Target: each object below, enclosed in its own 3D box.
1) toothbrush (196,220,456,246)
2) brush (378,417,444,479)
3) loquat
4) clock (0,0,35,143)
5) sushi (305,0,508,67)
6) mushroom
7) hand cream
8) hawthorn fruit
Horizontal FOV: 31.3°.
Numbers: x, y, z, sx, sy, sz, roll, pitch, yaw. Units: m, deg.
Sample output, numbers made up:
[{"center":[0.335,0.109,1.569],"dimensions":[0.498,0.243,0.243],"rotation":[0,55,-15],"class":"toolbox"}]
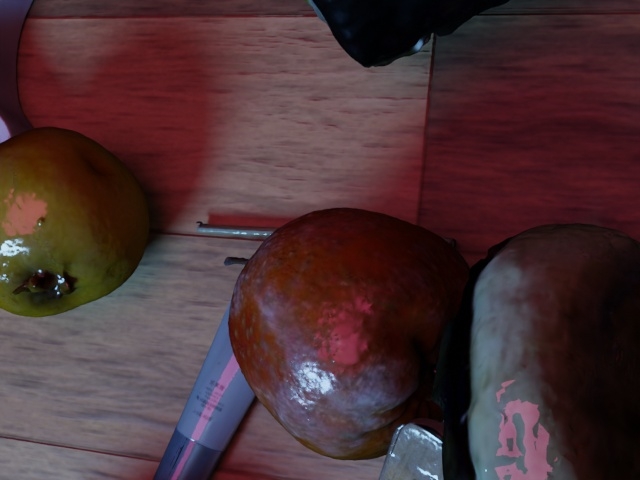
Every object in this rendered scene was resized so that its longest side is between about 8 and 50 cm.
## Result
[{"center":[0.000,-0.006,1.200],"dimensions":[0.294,0.026,0.028],"rotation":[8,101,22],"class":"toothbrush"},{"center":[0.074,0.292,1.067],"dimensions":[0.070,0.065,0.328],"rotation":[31,122,26],"class":"brush"},{"center":[-0.288,-0.019,1.222],"dimensions":[0.208,0.208,0.208],"rotation":[-3,82,21],"class":"loquat"},{"center":[-0.416,-0.195,1.360],"dimensions":[0.275,0.080,0.290],"rotation":[32,96,21],"class":"clock"},{"center":[0.089,-0.344,1.076],"dimensions":[0.294,0.281,0.300],"rotation":[-21,68,11],"class":"sushi"},{"center":[0.224,0.126,0.960],"dimensions":[0.247,0.130,0.344],"rotation":[30,61,-9],"class":"mushroom"},{"center":[-0.113,0.177,1.209],"dimensions":[0.079,0.048,0.255],"rotation":[27,89,17],"class":"hand cream"},{"center":[0.020,0.081,1.060],"dimensions":[0.262,0.235,0.231],"rotation":[16,55,-1],"class":"hawthorn fruit"}]
